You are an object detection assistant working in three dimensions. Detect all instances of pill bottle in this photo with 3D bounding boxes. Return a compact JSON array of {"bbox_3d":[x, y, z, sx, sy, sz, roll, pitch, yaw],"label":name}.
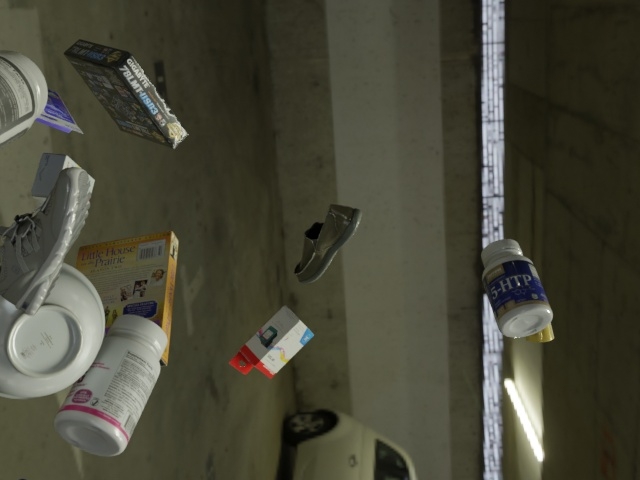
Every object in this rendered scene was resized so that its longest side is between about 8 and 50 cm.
[{"bbox_3d":[-0.716,-0.277,1.551,0.361,0.204,0.204,-80,167,-67],"label":"pill bottle"},{"bbox_3d":[-0.453,0.314,1.667,0.160,0.160,0.283,84,18,-45],"label":"pill bottle"},{"bbox_3d":[0.397,0.095,1.554,0.112,0.112,0.187,83,-3,-52],"label":"pill bottle"}]

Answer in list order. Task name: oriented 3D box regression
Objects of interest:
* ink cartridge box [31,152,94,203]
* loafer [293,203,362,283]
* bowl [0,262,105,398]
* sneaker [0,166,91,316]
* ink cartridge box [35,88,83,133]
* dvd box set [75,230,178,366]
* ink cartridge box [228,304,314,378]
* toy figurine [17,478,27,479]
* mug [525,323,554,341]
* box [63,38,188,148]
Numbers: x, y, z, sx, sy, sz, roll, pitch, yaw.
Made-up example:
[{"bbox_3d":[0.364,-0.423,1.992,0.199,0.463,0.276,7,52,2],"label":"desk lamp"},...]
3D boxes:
[{"bbox_3d":[-0.699,-0.145,2.051,0.175,0.072,0.127,64,35,-70],"label":"ink cartridge box"},{"bbox_3d":[0.000,0.000,1.715,0.251,0.087,0.094,-53,-168,36],"label":"loafer"},{"bbox_3d":[-0.553,0.184,1.476,0.134,0.297,0.298,10,-74,57],"label":"bowl"},{"bbox_3d":[-0.454,-0.003,1.190,0.281,0.115,0.105,-57,-167,22],"label":"sneaker"},{"bbox_3d":[-0.758,-0.357,1.996,0.206,0.045,0.208,19,25,-52],"label":"ink cartridge box"},{"bbox_3d":[-0.572,0.178,2.151,0.062,0.307,0.420,69,14,-53],"label":"dvd box set"},{"bbox_3d":[-0.141,0.312,2.183,0.078,0.231,0.134,42,-6,31],"label":"ink cartridge box"},{"bbox_3d":[-0.688,0.630,1.625,0.191,0.362,0.217,97,-6,-57],"label":"toy figurine"},{"bbox_3d":[0.491,0.190,1.681,0.078,0.062,0.064,-165,-112,-73],"label":"mug"},{"bbox_3d":[-0.538,-0.403,2.078,0.073,0.295,0.293,-50,134,-18],"label":"box"}]
